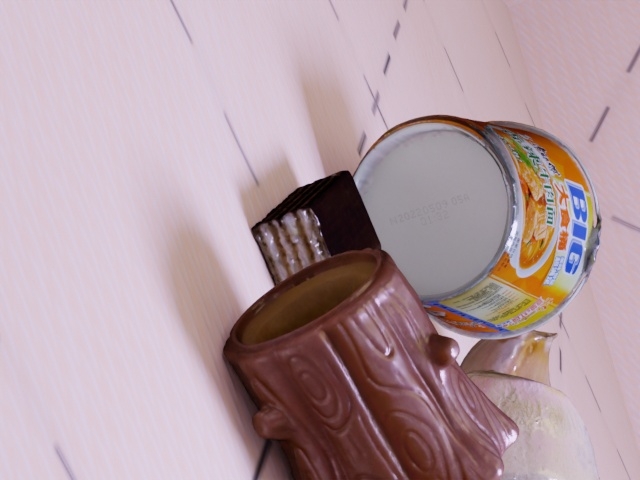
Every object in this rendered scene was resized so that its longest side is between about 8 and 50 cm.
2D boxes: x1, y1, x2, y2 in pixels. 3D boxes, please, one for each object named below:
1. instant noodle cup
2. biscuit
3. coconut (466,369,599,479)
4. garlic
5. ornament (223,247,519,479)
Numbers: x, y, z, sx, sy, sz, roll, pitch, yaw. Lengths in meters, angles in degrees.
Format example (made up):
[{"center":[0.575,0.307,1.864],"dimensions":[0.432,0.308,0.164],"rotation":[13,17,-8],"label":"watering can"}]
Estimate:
[{"center":[0.171,-0.025,2.243],"dimensions":[0.214,0.296,0.296],"rotation":[13,58,-61],"label":"instant noodle cup"},{"center":[0.000,0.000,1.967],"dimensions":[0.252,0.070,0.106],"rotation":[-49,117,-73],"label":"biscuit"},{"center":[0.188,0.252,2.011],"dimensions":[0.227,0.227,0.230],"rotation":[52,23,-48],"label":"coconut"},{"center":[0.260,0.232,2.400],"dimensions":[0.145,0.164,0.245],"rotation":[-124,-163,-82],"label":"garlic"},{"center":[0.031,0.143,1.687],"dimensions":[0.235,0.221,0.218],"rotation":[5,-52,61],"label":"ornament"}]
